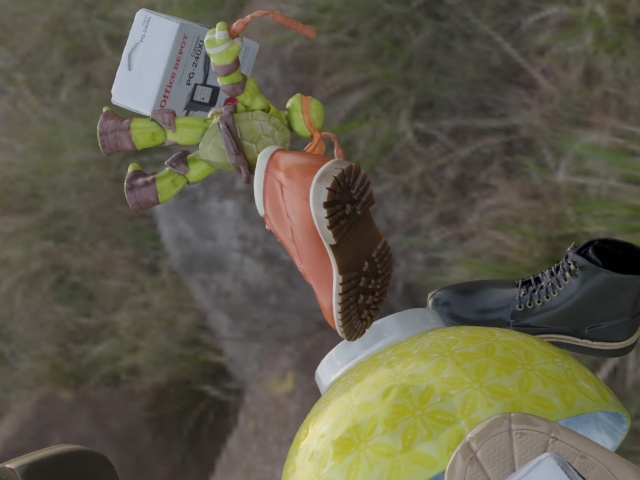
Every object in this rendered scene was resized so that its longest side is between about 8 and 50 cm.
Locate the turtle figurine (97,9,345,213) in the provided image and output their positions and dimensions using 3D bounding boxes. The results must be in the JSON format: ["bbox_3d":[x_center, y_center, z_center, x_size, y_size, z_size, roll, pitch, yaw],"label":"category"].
[{"bbox_3d":[-0.080,-0.086,1.500,0.217,0.269,0.087,-15,52,11],"label":"turtle figurine"}]

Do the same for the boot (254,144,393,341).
[{"bbox_3d":[0.000,0.000,1.145,0.084,0.059,0.158,20,138,35],"label":"boot"}]

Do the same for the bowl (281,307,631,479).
[{"bbox_3d":[0.080,0.148,1.281,0.289,0.289,0.156,-49,58,37],"label":"bowl"}]

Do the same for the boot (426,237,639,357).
[{"bbox_3d":[0.196,0.038,1.458,0.137,0.198,0.077,90,-178,-56],"label":"boot"}]

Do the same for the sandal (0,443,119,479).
[{"bbox_3d":[-0.240,0.168,0.951,0.079,0.240,0.088,0,98,54],"label":"sandal"}]

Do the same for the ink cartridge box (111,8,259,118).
[{"bbox_3d":[-0.148,-0.187,1.800,0.063,0.150,0.109,24,100,32],"label":"ink cartridge box"}]

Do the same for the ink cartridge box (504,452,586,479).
[{"bbox_3d":[-0.040,0.225,0.642,0.069,0.371,0.176,52,174,11],"label":"ink cartridge box"}]

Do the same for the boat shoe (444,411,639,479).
[{"bbox_3d":[0.196,0.190,0.875,0.285,0.092,0.103,28,80,31],"label":"boat shoe"}]
